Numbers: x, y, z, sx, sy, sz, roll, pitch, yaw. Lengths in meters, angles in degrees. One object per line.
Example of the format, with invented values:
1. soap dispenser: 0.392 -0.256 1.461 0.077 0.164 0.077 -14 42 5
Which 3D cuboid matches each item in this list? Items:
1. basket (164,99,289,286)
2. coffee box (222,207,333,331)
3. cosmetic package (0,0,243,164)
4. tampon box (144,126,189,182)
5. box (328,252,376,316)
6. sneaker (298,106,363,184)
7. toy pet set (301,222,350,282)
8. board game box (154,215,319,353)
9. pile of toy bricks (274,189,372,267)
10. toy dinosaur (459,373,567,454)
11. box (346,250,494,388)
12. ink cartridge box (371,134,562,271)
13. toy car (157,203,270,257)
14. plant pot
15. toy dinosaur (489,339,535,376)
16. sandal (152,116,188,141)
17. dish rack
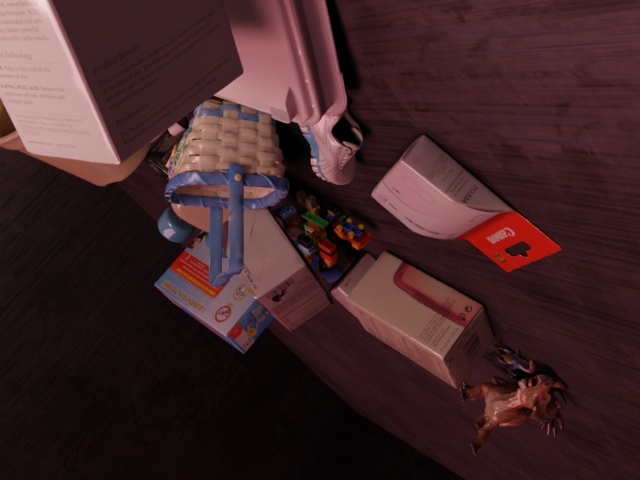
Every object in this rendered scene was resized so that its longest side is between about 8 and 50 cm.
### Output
1. basket: -0.163 -0.073 1.321 0.200 0.289 0.255 -2 170 -17
2. coffee box: -0.087 0.059 1.561 0.168 0.118 0.297 55 179 21
3. cosmetic package: -0.239 -0.291 0.736 0.156 0.217 0.385 8 128 35
4. tampon box: -0.311 -0.183 1.768 0.120 0.101 0.161 46 164 -26
5. box: 0.086 0.094 1.601 0.087 0.102 0.101 43 166 -2
6. sneaker: 0.028 -0.136 1.115 0.082 0.071 0.191 25 161 29
7. toy pet set: 0.004 0.033 1.698 0.122 0.065 0.114 23 158 50
8. board game box: -0.196 0.070 1.843 0.308 0.302 0.086 28 162 42
9. pile of toy bricks: 0.000 0.000 1.469 0.212 0.118 0.105 31 145 42
10. toy dinosaur: 0.390 0.323 1.525 0.295 0.200 0.127 10 -115 -74
11. box: 0.188 0.146 1.448 0.232 0.127 0.149 31 164 34
12. ink cartridge box: 0.188 -0.029 1.059 0.232 0.066 0.189 44 166 1
13. toy car: -0.210 -0.131 1.605 0.210 0.219 0.238 20 -139 -30
14. plant pot: -0.550 -0.282 1.720 0.333 0.334 0.305 28 172 40
15. toy dinosaur: 0.364 0.220 1.447 0.082 0.047 0.090 28 -163 11
16. sandal: -0.267 -0.261 1.398 0.102 0.170 0.416 2 -177 -26
17. dish rack: -0.122 -0.272 0.929 0.285 0.072 0.333 23 153 25
